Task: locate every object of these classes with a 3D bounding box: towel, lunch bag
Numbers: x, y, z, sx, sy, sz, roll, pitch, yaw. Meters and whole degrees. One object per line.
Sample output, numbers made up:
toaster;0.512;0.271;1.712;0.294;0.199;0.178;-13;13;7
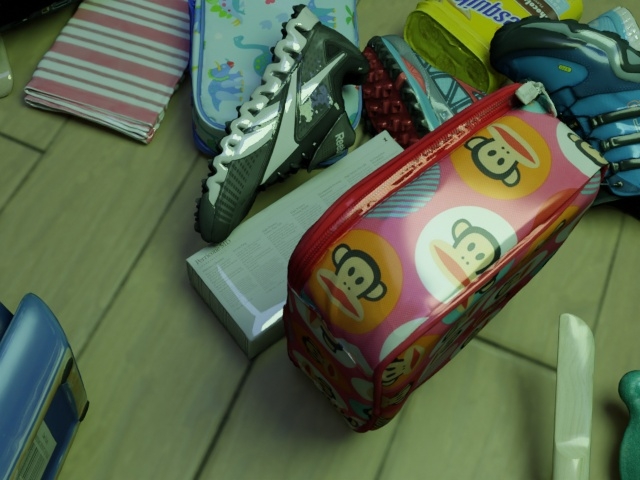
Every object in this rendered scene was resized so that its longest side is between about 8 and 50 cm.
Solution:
towel;-0.210;-0.202;0.836;0.144;0.029;0.197;18;60;3
lunch bag;0.099;0.018;0.598;0.258;0.293;0.120;-36;73;-16
lunch bag;-0.050;-0.188;0.802;0.176;0.090;0.219;1;69;-9

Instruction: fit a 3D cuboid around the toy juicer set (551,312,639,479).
toy juicer set;0.304;0.224;0.646;0.329;0.089;0.209;26;82;4

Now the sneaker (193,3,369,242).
sneaker;-0.026;-0.092;0.689;0.106;0.078;0.234;27;78;-1

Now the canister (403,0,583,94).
canister;0.197;-0.245;0.872;0.170;0.073;0.126;-37;73;-23

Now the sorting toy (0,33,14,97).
sorting toy;-0.441;-0.220;0.813;0.193;0.038;0.208;-18;66;-14

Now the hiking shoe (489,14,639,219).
hiking shoe;0.287;-0.102;0.764;0.304;0.113;0.132;34;77;-1

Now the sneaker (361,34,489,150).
sneaker;0.140;-0.108;0.795;0.125;0.104;0.262;-28;77;-30

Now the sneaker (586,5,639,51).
sneaker;0.337;-0.185;0.873;0.073;0.063;0.162;-20;61;5

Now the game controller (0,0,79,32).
game controller;-0.326;-0.297;0.816;0.166;0.067;0.319;34;53;22

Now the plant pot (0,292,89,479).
plant pot;-0.298;0.136;0.542;0.212;0.236;0.236;19;61;-2

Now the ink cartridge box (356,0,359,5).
ink cartridge box;0.017;-0.334;0.872;0.088;0.122;0.052;24;59;6

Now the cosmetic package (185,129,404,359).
cosmetic package;0.000;0.000;0.732;0.239;0.060;0.099;-34;73;-20
